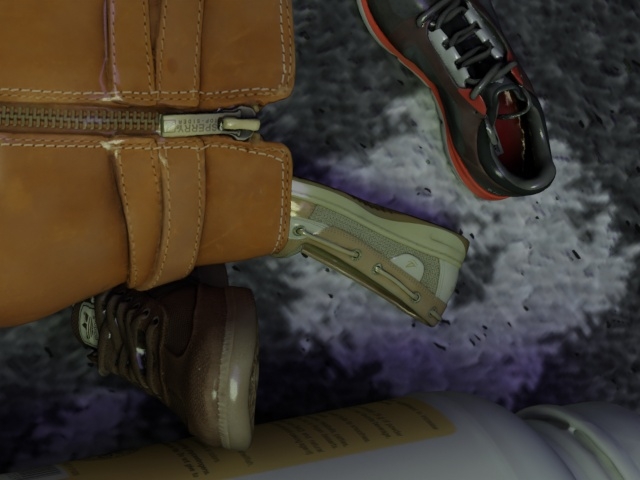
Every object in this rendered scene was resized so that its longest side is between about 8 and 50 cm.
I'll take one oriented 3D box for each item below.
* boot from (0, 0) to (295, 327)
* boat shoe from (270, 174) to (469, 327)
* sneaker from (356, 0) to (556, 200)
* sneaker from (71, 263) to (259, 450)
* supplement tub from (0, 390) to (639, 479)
[{"bbox_3d":[-0.113,-0.103,0.609,0.220,0.109,0.283,-6,104,-18],"label":"boot"},{"bbox_3d":[0.000,0.000,0.789,0.153,0.056,0.048,18,87,-29],"label":"boat shoe"},{"bbox_3d":[0.073,-0.089,0.795,0.061,0.065,0.158,-36,109,-12],"label":"sneaker"},{"bbox_3d":[-0.069,0.045,0.699,0.071,0.188,0.066,0,98,-10],"label":"sneaker"},{"bbox_3d":[-0.007,0.197,0.716,0.331,0.241,0.241,-8,101,-18],"label":"supplement tub"}]
